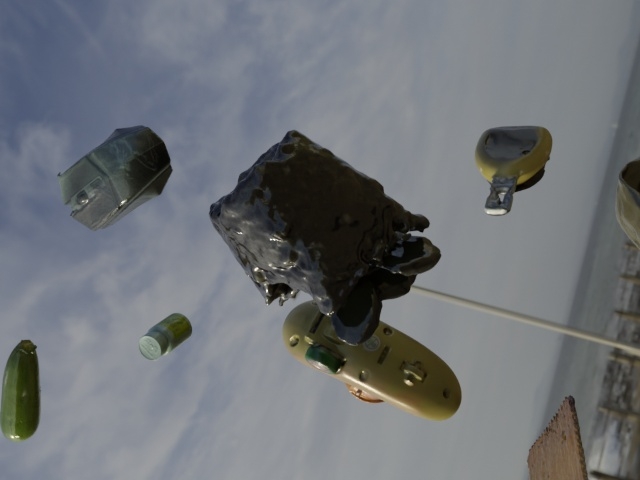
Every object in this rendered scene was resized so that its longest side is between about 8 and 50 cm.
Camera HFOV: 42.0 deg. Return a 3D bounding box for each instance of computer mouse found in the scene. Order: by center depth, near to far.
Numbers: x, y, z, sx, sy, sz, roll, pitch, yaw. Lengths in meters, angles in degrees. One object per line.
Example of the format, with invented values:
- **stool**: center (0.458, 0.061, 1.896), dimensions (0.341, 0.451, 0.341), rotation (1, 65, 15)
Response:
- **computer mouse**: center (-0.335, -0.098, 1.325), dimensions (0.126, 0.231, 0.071), rotation (59, -157, -6)

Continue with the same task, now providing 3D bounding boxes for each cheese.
- **cheese**: center (0.207, -0.076, 0.923), dimensions (0.162, 0.086, 0.036), rotation (-63, -31, -47)

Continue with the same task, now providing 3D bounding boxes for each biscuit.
- **biscuit**: center (0.408, 0.419, 1.437), dimensions (0.232, 0.013, 0.237), rotation (104, 172, -47)

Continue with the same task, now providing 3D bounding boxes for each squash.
- **squash**: center (-0.491, 0.250, 1.373), dimensions (0.066, 0.066, 0.201), rotation (-43, -29, -61)

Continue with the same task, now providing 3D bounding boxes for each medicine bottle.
- **medicine bottle**: center (-0.230, 0.143, 1.240), dimensions (0.083, 0.047, 0.047), rotation (-37, -42, -61)

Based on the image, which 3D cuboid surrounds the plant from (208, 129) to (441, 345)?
- **plant**: center (0.000, 0.000, 1.097), dimensions (0.199, 0.276, 0.188), rotation (-51, 6, -29)

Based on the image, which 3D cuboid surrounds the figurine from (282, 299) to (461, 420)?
- **figurine**: center (0.083, 0.207, 1.399), dimensions (0.124, 0.324, 0.222), rotation (-60, -9, -19)

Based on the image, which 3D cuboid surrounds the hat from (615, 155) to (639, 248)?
- **hat**: center (0.332, 0.018, 0.768), dimensions (0.144, 0.166, 0.173), rotation (-114, 25, -45)
